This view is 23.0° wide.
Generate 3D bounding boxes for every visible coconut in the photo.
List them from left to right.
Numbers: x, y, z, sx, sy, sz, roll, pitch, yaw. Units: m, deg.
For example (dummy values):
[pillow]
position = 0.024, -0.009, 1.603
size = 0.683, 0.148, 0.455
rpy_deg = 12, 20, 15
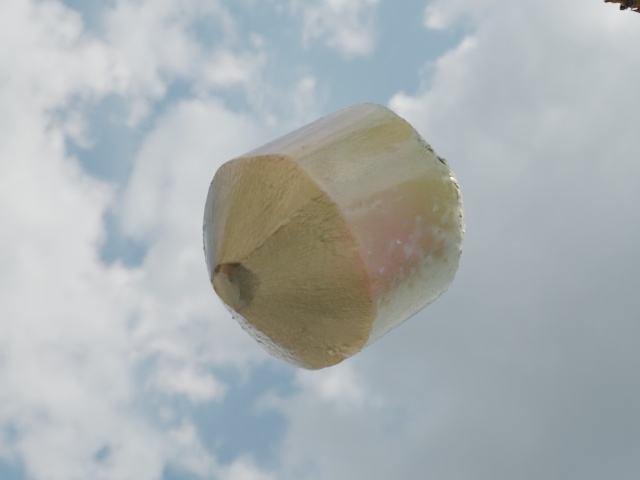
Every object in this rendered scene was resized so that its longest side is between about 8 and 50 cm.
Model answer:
[coconut]
position = 0.000, 0.000, 0.963
size = 0.147, 0.153, 0.147
rpy_deg = 29, -45, 34

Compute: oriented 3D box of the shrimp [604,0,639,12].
[shrimp]
position = 0.283, -0.214, 1.250
size = 0.127, 0.025, 0.091
rpy_deg = -9, -80, -14
